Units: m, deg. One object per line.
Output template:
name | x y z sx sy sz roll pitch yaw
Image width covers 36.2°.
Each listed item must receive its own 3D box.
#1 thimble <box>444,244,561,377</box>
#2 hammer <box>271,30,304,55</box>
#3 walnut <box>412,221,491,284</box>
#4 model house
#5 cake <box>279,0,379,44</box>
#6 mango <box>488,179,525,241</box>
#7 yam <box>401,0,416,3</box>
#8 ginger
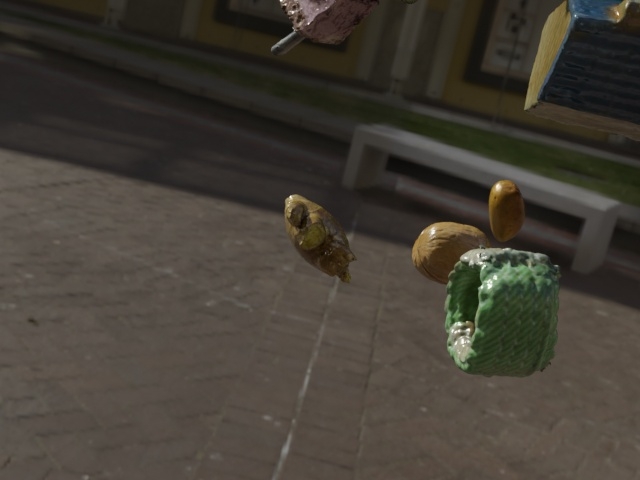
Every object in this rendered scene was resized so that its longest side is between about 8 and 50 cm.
thimble | 0.298 0.114 1.596 0.150 0.219 0.219 3 16 -9
hammer | 0.024 -0.528 2.228 0.427 0.044 0.152 -26 -5 41
walnut | 0.323 0.034 2.383 0.197 0.165 0.165 18 11 -26
model house | 0.528 -0.353 1.486 0.334 0.382 0.342 13 -3 2
cake | -0.009 -0.398 1.394 0.112 0.116 0.295 26 38 -49
mango | 0.331 -0.052 1.751 0.060 0.114 0.080 -7 20 -3
yam | 0.093 -0.463 1.665 0.061 0.061 0.274 5 25 -31
ginger | 0.000 0.000 1.962 0.216 0.102 0.157 51 -4 -14
